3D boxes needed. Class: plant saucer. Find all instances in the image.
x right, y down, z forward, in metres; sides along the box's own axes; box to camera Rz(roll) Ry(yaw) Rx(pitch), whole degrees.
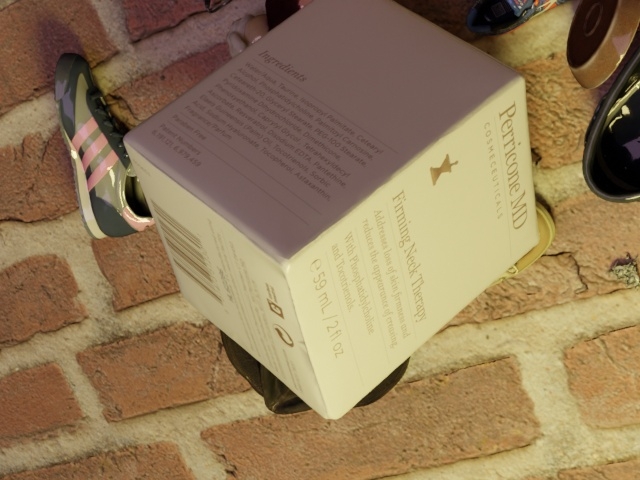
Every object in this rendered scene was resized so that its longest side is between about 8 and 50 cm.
[{"bbox_3d":[0.351,-0.273,1.723,0.029,0.168,0.168,16,125,-14],"label":"plant saucer"}]

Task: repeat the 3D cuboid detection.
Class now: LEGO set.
[{"bbox_3d":[0.433,0.044,1.895,0.083,0.023,0.054,-30,93,38],"label":"LEGO set"}]

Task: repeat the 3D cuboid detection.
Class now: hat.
[{"bbox_3d":[-0.023,0.188,2.130,0.331,0.134,0.331,9,131,11],"label":"hat"}]

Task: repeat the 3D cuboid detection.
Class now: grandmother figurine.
[{"bbox_3d":[-0.007,-0.333,1.970,0.342,0.104,0.207,-25,69,40],"label":"grandmother figurine"}]

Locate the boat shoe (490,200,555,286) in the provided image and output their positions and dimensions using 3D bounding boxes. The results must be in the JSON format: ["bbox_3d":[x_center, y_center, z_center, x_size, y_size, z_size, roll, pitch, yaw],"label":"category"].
[{"bbox_3d":[0.213,0.033,1.989,0.285,0.089,0.104,-32,91,37],"label":"boat shoe"}]

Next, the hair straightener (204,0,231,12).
[{"bbox_3d":[-0.146,-0.444,2.033,0.089,0.047,0.230,19,120,25],"label":"hair straightener"}]

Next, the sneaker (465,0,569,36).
[{"bbox_3d":[0.277,-0.325,1.790,0.221,0.087,0.083,-36,90,38],"label":"sneaker"}]

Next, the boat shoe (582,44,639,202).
[{"bbox_3d":[0.478,-0.224,1.628,0.187,0.156,0.500,43,127,10],"label":"boat shoe"}]

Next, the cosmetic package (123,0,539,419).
[{"bbox_3d":[0.025,-0.061,1.775,0.327,0.394,0.329,36,156,35],"label":"cosmetic package"}]

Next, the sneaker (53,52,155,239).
[{"bbox_3d":[-0.345,-0.160,2.268,0.131,0.112,0.319,-5,111,17],"label":"sneaker"}]

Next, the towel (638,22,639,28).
[{"bbox_3d":[0.513,-0.312,1.682,0.275,0.031,0.198,27,124,21],"label":"towel"}]
